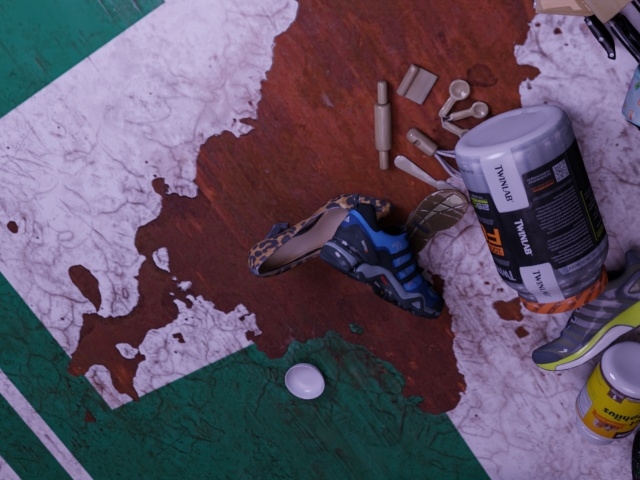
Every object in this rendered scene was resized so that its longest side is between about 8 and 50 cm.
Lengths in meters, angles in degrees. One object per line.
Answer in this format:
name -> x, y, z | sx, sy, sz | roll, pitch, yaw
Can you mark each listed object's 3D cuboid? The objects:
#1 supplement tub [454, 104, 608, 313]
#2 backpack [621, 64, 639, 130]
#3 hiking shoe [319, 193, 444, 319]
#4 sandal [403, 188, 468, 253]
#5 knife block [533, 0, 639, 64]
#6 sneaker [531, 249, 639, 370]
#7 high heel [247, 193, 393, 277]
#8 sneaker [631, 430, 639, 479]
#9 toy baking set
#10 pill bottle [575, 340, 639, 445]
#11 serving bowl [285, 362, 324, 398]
supplement tub -> 0.360, -0.048, 1.556 | 0.193, 0.193, 0.316 | -16, 111, 22
backpack -> 0.565, -0.216, 1.430 | 0.188, 0.166, 0.144 | 8, 116, 6
hiking shoe -> 0.140, 0.043, 1.676 | 0.304, 0.113, 0.132 | 34, 84, -40
sandal -> 0.200, -0.041, 1.691 | 0.072, 0.049, 0.180 | 40, 134, -2
knife block -> 0.449, -0.410, 1.407 | 0.242, 0.088, 0.276 | 5, 117, 11
sneaker -> 0.491, 0.126, 1.676 | 0.300, 0.111, 0.121 | -42, 84, 27
high heel -> 0.000, 0.000, 1.679 | 0.261, 0.186, 0.093 | -15, 110, 21
sneaker -> 0.666, 0.393, 1.737 | 0.146, 0.134, 0.344 | 9, 118, 9
toy baking set -> 0.188, -0.178, 1.628 | 0.196, 0.030, 0.256 | 7, 118, 11
pill bottle -> 0.539, 0.286, 1.706 | 0.117, 0.117, 0.215 | 16, 140, 6
serving bowl -> -0.029, 0.285, 1.926 | 0.083, 0.027, 0.083 | 7, 118, 12
